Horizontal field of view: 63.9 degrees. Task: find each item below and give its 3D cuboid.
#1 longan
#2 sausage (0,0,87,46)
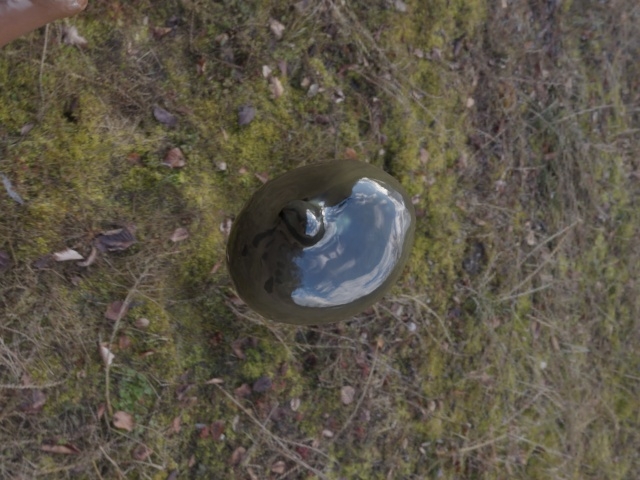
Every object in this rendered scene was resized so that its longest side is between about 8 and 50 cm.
[{"bbox_3d":[0.000,0.000,0.777,0.300,0.300,0.243,-25,66,-35],"label":"longan"},{"bbox_3d":[-0.345,-0.189,0.463,0.078,0.304,0.078,-18,90,-78],"label":"sausage"}]
